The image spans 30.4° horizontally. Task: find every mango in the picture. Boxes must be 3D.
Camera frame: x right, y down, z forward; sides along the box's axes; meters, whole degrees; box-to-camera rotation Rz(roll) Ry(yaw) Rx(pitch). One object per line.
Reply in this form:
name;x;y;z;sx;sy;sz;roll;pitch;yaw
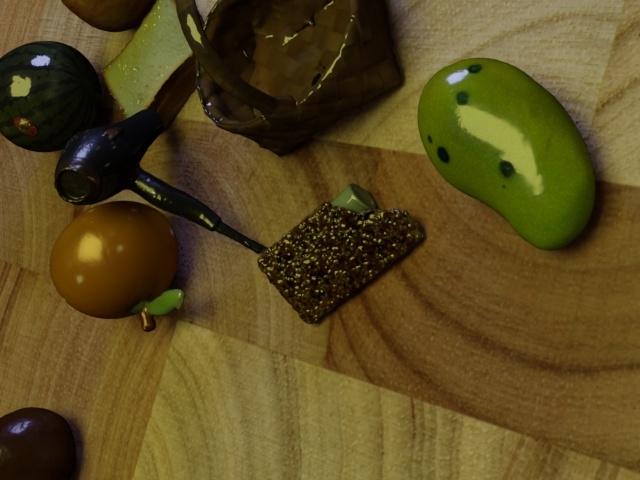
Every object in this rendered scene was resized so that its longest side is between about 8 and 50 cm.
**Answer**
mango;0.240;-0.117;1.509;0.175;0.143;0.293;-49;60;22

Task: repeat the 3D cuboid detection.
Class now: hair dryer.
hair dryer;-0.231;-0.080;1.889;0.359;0.303;0.120;31;116;5

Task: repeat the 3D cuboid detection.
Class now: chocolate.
chocolate;-0.506;0.365;2.009;0.177;0.177;0.176;-14;69;38

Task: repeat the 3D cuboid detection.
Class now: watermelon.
watermelon;-0.510;-0.264;2.167;0.212;0.212;0.212;-14;69;38

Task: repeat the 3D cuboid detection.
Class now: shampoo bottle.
shampoo bottle;0.000;0.000;1.739;0.195;0.056;0.056;-47;52;23

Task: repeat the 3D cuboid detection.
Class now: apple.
apple;-0.375;-0.483;2.112;0.188;0.211;0.211;-48;51;21

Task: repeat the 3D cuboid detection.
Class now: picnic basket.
picnic basket;-0.090;-0.308;1.734;0.337;0.337;0.293;-28;60;33

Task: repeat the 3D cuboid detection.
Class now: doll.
doll;-0.323;0.056;1.921;0.213;0.213;0.236;-41;68;25

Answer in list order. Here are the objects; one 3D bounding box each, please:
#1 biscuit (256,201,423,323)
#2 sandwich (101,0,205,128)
biscuit;0.024;0.013;1.686;0.237;0.026;0.131;-39;93;27
sandwich;-0.281;-0.314;2.075;0.214;0.065;0.186;-50;51;18
